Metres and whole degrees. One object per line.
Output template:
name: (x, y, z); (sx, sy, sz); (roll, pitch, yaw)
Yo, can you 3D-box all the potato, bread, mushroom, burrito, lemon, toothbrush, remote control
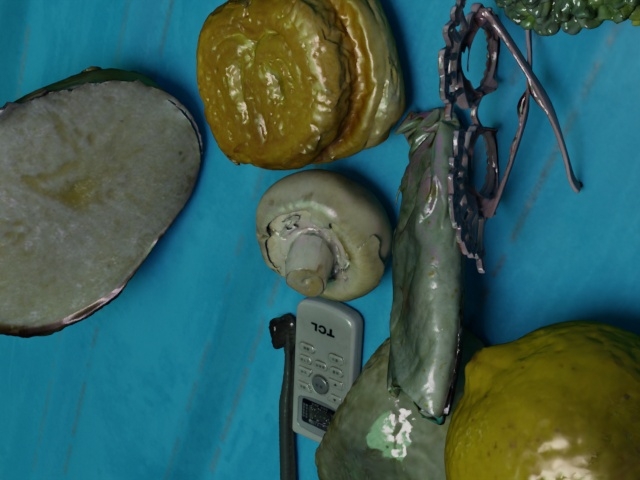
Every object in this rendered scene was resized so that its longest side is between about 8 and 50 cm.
potato: (-0.371, -0.094, 1.258); (0.397, 0.290, 0.296); (-58, 39, 16)
bread: (-0.028, -0.173, 1.017); (0.236, 0.120, 0.198); (-8, 100, 40)
mushroom: (0.096, 0.229, 1.043); (0.189, 0.164, 0.267); (42, 128, 20)
mushroom: (0.000, 0.000, 1.048); (0.154, 0.122, 0.154); (15, 138, 14)
burrito: (0.105, 0.021, 0.952); (0.096, 0.066, 0.309); (156, 118, -68)
lemon: (0.246, 0.210, 0.864); (0.310, 0.253, 0.253); (50, 130, 8)
toothbrush: (-0.044, 0.230, 1.245); (0.030, 0.030, 0.297); (35, 131, 56)
remote control: (0.007, 0.159, 1.175); (0.087, 0.029, 0.190); (19, 117, 32)

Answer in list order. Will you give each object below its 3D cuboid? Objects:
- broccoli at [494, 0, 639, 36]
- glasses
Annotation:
broccoli: (0.204, -0.306, 0.764); (0.245, 0.248, 0.288); (-14, 101, -1)
glasses: (0.158, -0.097, 0.872); (0.095, 0.162, 0.255); (4, 110, 34)
